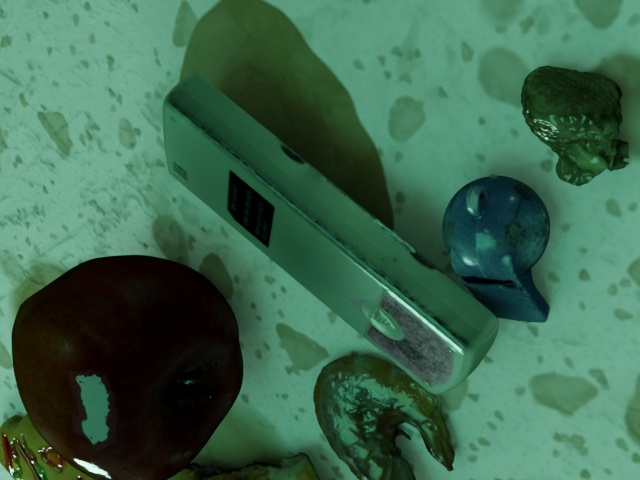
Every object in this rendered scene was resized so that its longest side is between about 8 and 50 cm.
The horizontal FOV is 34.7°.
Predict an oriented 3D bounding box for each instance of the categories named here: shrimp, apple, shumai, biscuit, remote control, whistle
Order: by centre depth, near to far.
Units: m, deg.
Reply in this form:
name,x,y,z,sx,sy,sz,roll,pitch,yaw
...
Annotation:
name,x,y,z,sx,sy,sz,roll,pitch,yaw
shumai,0.179,-0.076,0.737,0.083,0.082,0.080,39,137,40
whistle,0.144,-0.001,0.811,0.090,0.090,0.158,10,160,31
remote control,0.001,-0.001,0.892,0.344,0.050,0.145,40,158,9
shrimp,0.066,0.193,0.988,0.187,0.051,0.132,54,133,1
apple,-0.190,0.118,1.021,0.234,0.234,0.234,17,125,27
biscuit,-0.362,0.303,1.371,0.238,0.041,0.212,8,122,31

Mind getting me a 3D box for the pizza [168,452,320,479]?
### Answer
name,x,y,z,sx,sy,sz,roll,pitch,yaw
pizza,-0.097,0.370,1.179,0.277,0.114,0.409,34,129,8
